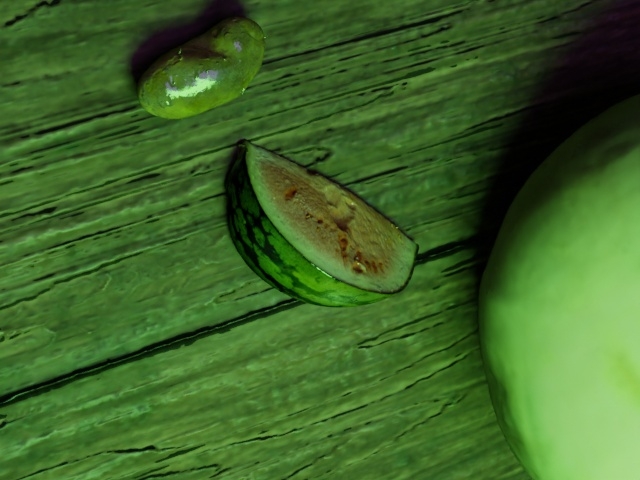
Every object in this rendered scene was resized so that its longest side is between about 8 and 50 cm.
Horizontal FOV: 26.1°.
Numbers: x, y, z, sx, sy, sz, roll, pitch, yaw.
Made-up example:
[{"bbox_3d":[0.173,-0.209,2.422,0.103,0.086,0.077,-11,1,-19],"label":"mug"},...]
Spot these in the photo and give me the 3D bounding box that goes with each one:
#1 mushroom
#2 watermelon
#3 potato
[{"bbox_3d":[0.301,0.050,0.955,0.353,0.353,0.325,-21,131,-19],"label":"mushroom"},{"bbox_3d":[-0.008,0.011,0.941,0.163,0.087,0.069,31,130,-29],"label":"watermelon"},{"bbox_3d":[-0.071,-0.105,0.866,0.092,0.045,0.046,-34,83,-15],"label":"potato"}]
